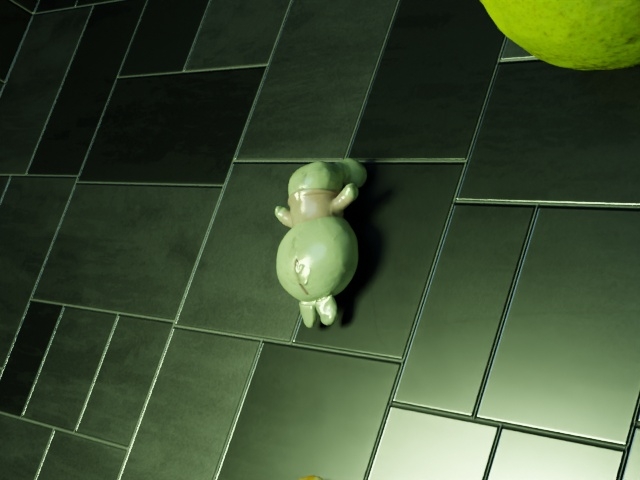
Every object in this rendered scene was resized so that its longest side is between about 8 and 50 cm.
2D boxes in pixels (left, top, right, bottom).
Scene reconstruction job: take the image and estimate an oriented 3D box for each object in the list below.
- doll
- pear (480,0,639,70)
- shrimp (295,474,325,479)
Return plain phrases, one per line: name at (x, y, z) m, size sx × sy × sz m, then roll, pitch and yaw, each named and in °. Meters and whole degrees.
doll at (-0.008, -0.008, 1.979) m, size 0.155 × 0.113 × 0.275 m, roll -13°, pitch 57°, yaw 38°
pear at (0.369, -0.407, 1.646) m, size 0.391 × 0.391 × 0.391 m, roll -25°, pitch 51°, yaw 35°
shrimp at (-0.028, 0.427, 1.790) m, size 0.115 × 0.051 × 0.217 m, roll -9°, pitch 59°, yaw 41°
